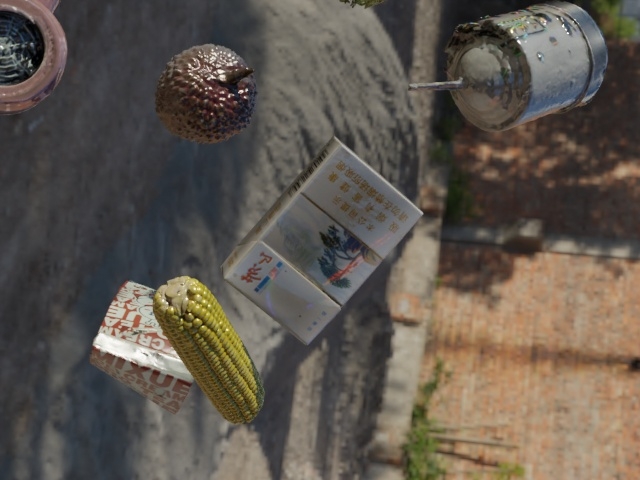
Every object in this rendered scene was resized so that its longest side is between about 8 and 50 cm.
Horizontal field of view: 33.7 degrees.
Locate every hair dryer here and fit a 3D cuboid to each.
[{"bbox_3d":[-0.292,-0.301,1.135,0.352,0.125,0.210,-65,-161,-3],"label":"hair dryer"}]

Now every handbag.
[{"bbox_3d":[-0.271,0.169,1.646,0.298,0.171,0.151,-116,-132,-84],"label":"handbag"}]

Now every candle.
[{"bbox_3d":[0.293,-0.267,1.671,0.330,0.187,0.187,-21,123,-35],"label":"candle"}]

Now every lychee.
[{"bbox_3d":[-0.179,-0.238,1.703,0.197,0.165,0.165,-29,-136,51],"label":"lychee"}]

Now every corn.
[{"bbox_3d":[-0.140,0.144,1.377,0.248,0.081,0.081,64,29,-41],"label":"corn"}]

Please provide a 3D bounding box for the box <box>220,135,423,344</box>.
[{"bbox_3d":[-0.001,0.001,1.375,0.233,0.149,0.067,-49,-164,7],"label":"box"}]

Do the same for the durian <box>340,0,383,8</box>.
[{"bbox_3d":[0.117,-0.488,1.494,0.394,0.198,0.163,-47,-174,38],"label":"durian"}]
